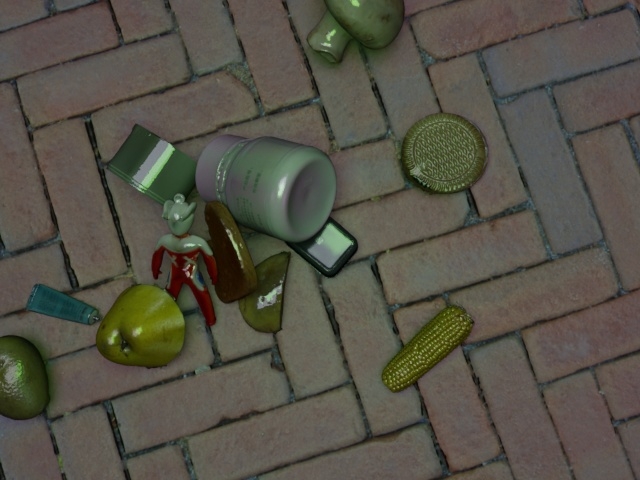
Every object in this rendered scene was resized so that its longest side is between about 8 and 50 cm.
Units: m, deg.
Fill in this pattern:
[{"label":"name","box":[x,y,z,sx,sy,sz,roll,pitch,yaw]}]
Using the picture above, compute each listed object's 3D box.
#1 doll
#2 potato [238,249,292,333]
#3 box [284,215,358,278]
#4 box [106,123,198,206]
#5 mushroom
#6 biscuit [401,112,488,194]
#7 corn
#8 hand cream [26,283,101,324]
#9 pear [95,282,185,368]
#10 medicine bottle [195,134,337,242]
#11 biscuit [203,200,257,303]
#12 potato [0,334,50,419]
[{"label":"doll","box":[-0.371,0.057,1.630,0.189,0.099,0.383,4,115,5]},{"label":"potato","box":[-0.163,0.139,1.692,0.138,0.098,0.243,7,83,3]},{"label":"box","box":[0.000,0.000,1.705,0.201,0.090,0.144,41,86,5]},{"label":"box","box":[-0.455,-0.198,1.662,0.226,0.226,0.149,33,86,4]},{"label":"mushroom","box":[0.076,-0.651,1.690,0.290,0.297,0.297,-38,85,21]},{"label":"biscuit","box":[0.357,-0.249,1.728,0.260,0.079,0.258,0,85,1]},{"label":"corn","box":[0.295,0.301,1.664,0.305,0.106,0.106,-42,85,-3]},{"label":"hand cream","box":[-0.735,0.194,1.725,0.224,0.048,0.083,18,84,9]},{"label":"pear","box":[-0.511,0.249,1.605,0.267,0.178,0.266,5,102,26]},{"label":"medicine bottle","box":[-0.147,-0.150,1.598,0.325,0.256,0.255,18,84,34]},{"label":"biscuit","box":[-0.257,0.036,1.624,0.052,0.277,0.262,-23,85,-29]},{"label":"potato","box":[-0.839,0.385,1.649,0.174,0.159,0.251,-29,94,22]}]
